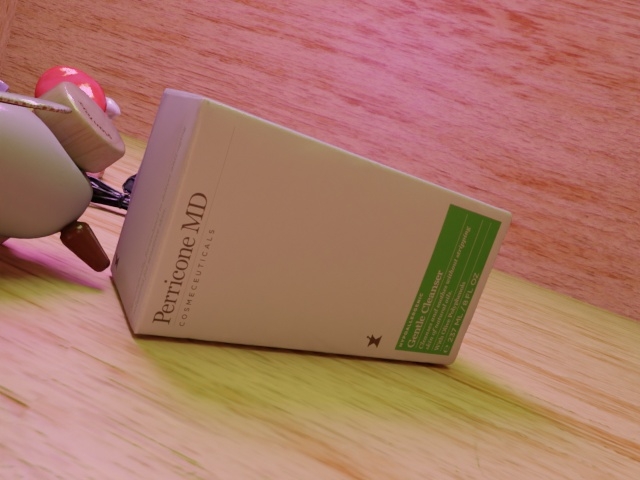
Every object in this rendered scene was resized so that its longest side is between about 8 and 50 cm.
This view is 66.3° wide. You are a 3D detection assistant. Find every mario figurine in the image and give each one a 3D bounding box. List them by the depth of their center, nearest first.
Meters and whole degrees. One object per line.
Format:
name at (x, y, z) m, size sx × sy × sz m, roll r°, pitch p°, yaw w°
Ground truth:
mario figurine at (-0.493, -0.221, 0.973) m, size 0.170 × 0.198 × 0.320 m, roll 19°, pitch -7°, yaw -36°

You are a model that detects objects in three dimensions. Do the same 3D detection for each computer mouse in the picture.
computer mouse at (-0.332, -0.090, 0.858) m, size 0.184 × 0.060 × 0.262 m, roll 21°, pitch 19°, yaw -15°

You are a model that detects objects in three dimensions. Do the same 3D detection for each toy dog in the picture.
toy dog at (-0.249, -0.040, 0.341) m, size 0.161 × 0.220 × 0.333 m, roll 51°, pitch 20°, yaw 3°

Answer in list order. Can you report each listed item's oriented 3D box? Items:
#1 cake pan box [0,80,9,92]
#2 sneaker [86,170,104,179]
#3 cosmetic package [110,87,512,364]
cake pan box at (-0.696, -0.296, 0.833) m, size 0.245 × 0.070 × 0.267 m, roll 4°, pitch -26°, yaw 44°
sneaker at (-0.454, -0.159, 0.976) m, size 0.050 × 0.070 × 0.134 m, roll 20°, pitch 8°, yaw -15°
cosmetic package at (0.000, 0.000, 0.513) m, size 0.365 × 0.197 × 0.155 m, roll 12°, pitch 11°, yaw -33°
